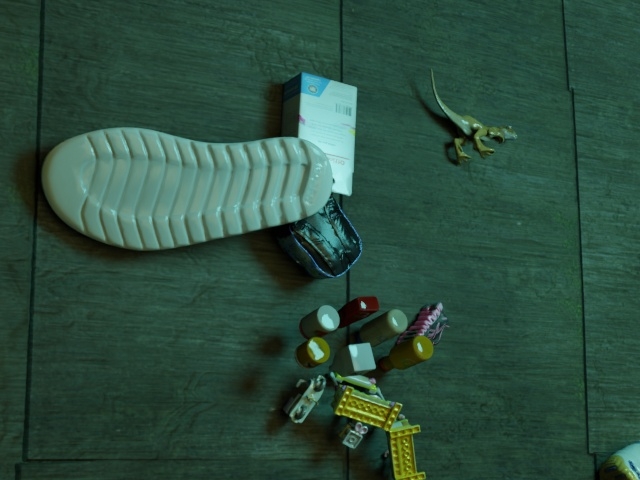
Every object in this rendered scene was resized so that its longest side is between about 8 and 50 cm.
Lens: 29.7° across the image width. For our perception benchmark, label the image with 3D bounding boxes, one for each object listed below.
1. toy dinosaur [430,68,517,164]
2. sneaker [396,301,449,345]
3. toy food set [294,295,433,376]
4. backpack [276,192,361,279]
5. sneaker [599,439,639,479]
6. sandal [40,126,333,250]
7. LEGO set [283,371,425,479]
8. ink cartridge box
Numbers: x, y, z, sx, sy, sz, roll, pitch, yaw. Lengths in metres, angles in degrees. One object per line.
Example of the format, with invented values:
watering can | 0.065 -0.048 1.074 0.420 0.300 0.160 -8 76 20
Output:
toy dinosaur | 0.246 -0.193 2.056 0.211 0.064 0.112 23 50 -36
sneaker | 0.168 0.154 1.933 0.119 0.047 0.057 -47 116 -29
toy food set | 0.044 0.153 1.813 0.232 0.104 0.111 -3 71 -36
backpack | 0.000 0.000 1.832 0.105 0.084 0.114 -42 99 -27
sneaker | 0.602 0.484 2.089 0.131 0.112 0.296 -27 95 -34
sandal | -0.189 -0.071 1.725 0.416 0.102 0.169 1 93 -18
LEGO set | 0.077 0.285 1.834 0.132 0.107 0.287 -44 112 5
ink cartridge box | -0.004 -0.158 1.879 0.104 0.062 0.181 11 73 -29
